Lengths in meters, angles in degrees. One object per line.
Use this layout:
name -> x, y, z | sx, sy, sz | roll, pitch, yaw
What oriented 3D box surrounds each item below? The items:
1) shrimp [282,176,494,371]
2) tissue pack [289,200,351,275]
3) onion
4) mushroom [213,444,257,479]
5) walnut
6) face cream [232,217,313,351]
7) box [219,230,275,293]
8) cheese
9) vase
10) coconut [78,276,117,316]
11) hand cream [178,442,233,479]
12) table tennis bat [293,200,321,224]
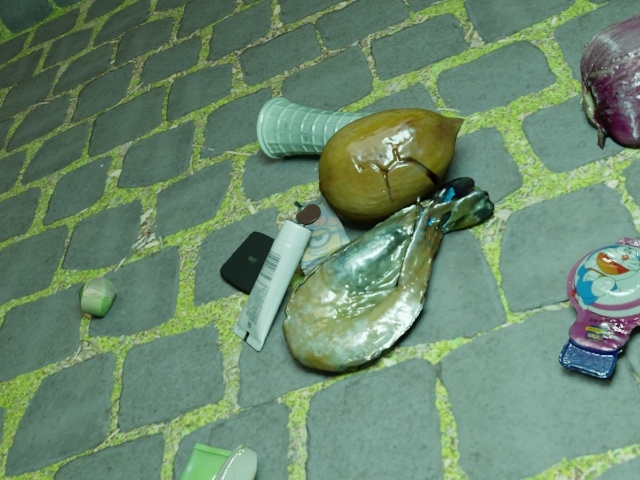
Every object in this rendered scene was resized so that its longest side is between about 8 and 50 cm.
shrimp -> 0.120, 0.053, 1.241 | 0.446, 0.110, 0.221 | -42, 47, -6
tissue pack -> 0.000, 0.000, 1.391 | 0.109, 0.060, 0.148 | -27, 42, 4
onion -> 0.625, -0.320, 1.248 | 0.349, 0.159, 0.267 | -19, 45, 16
mushroom -> -0.157, 0.408, 1.075 | 0.071, 0.084, 0.209 | -32, 25, 53
walnut -> 0.134, -0.152, 1.343 | 0.298, 0.203, 0.203 | -30, 40, 13
face cream -> -0.088, 0.078, 1.331 | 0.092, 0.058, 0.243 | 27, 93, 47
box -> -0.133, 0.047, 1.457 | 0.126, 0.027, 0.125 | 26, 69, 43
cheese -> 0.424, 0.089, 1.043 | 0.155, 0.062, 0.244 | 15, 60, 38
vase -> 0.019, -0.232, 1.559 | 0.299, 0.143, 0.143 | 13, 58, 35
coconut -> -0.487, 0.121, 1.562 | 0.081, 0.082, 0.083 | 13, 97, 10
hand cream -> -0.202, 0.406, 1.134 | 0.095, 0.046, 0.175 | 1, 44, 33
table tennis bat -> -0.030, -0.058, 1.415 | 0.050, 0.007, 0.083 | -39, 40, -7
